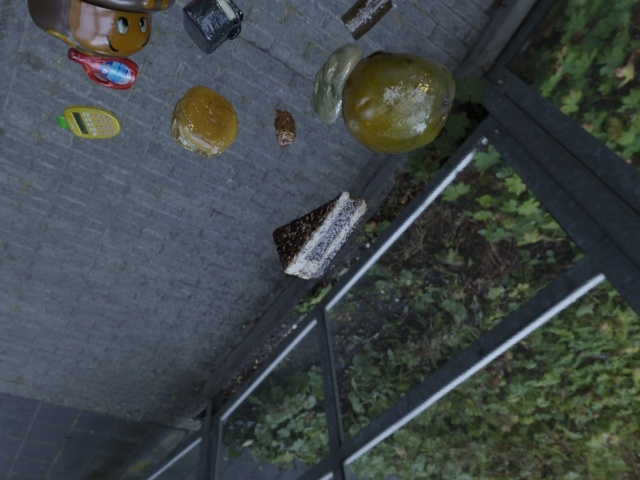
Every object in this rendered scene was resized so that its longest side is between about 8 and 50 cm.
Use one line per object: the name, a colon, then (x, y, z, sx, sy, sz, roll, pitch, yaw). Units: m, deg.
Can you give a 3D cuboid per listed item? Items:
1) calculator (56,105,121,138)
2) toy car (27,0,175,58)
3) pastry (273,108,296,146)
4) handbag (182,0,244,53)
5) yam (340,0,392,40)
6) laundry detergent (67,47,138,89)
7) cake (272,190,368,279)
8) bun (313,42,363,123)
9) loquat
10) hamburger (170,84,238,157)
calculator: (-0.882, -0.449, 1.662, 0.235, 0.032, 0.146, 3, 143, -2)
toy car: (-0.373, -0.442, 0.646, 0.341, 0.271, 0.240, 34, 125, 3)
pastry: (-0.112, -0.375, 1.444, 0.063, 0.169, 0.087, -15, 138, 13)
handbag: (-0.397, -0.812, 1.599, 0.181, 0.254, 0.181, -42, 105, -7)
yam: (0.117, -0.585, 1.118, 0.127, 0.084, 0.084, -37, 123, 17)
laundry detergent: (-0.559, -0.443, 1.116, 0.097, 0.049, 0.165, -48, 153, 25)
cake: (0.009, 0.001, 1.035, 0.246, 0.135, 0.112, -26, 151, 35)
bun: (0.041, -0.466, 1.283, 0.116, 0.210, 0.237, 25, 120, -5)
loquat: (0.197, -0.347, 1.125, 0.284, 0.276, 0.276, 19, 141, 37)
hamburger: (-0.248, -0.256, 0.952, 0.138, 0.147, 0.083, 26, 155, -37)
